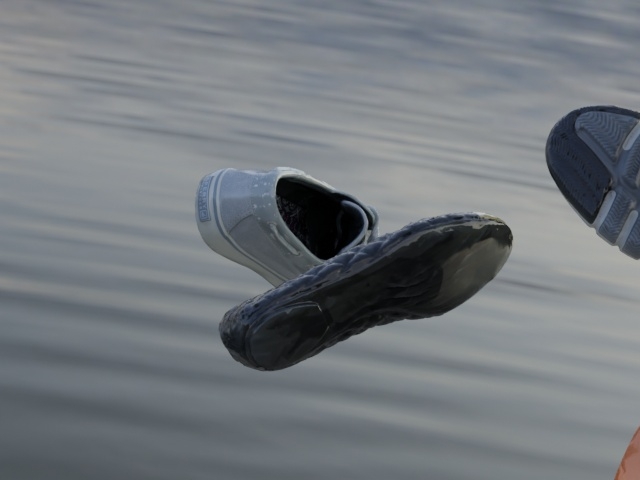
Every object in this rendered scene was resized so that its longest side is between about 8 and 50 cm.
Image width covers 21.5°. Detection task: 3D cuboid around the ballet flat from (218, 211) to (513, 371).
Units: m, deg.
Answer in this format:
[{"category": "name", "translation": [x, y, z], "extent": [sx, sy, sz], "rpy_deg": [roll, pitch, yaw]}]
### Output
[{"category": "ballet flat", "translation": [0.026, 0.020, 0.900], "extent": [0.173, 0.057, 0.049], "rpy_deg": [-20, 27, -20]}]

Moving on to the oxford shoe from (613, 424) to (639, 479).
[{"category": "oxford shoe", "translation": [0.184, 0.260, 0.798], "extent": [0.133, 0.363, 0.130], "rpy_deg": [11, 1, 42]}]

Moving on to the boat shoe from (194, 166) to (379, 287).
[{"category": "boat shoe", "translation": [0.000, -0.001, 1.254], "extent": [0.081, 0.079, 0.227], "rpy_deg": [-6, -17, 31]}]

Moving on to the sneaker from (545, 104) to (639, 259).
[{"category": "sneaker", "translation": [0.243, 0.004, 1.088], "extent": [0.229, 0.086, 0.132], "rpy_deg": [32, -10, 14]}]
